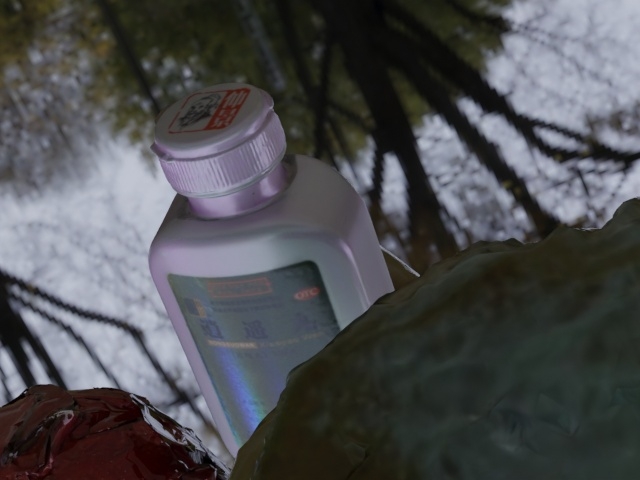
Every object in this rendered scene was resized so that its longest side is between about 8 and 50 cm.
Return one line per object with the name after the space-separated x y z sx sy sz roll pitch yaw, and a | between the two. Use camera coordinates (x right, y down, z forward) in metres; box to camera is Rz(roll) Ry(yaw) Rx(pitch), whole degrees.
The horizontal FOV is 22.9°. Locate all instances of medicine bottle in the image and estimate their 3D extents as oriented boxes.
-0.024 0.023 0.835 0.115 0.219 0.078 -5 -145 21 | medicine bottle

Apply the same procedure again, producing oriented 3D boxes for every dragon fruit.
-0.192 0.251 1.153 0.301 0.296 0.295 -49 -159 4 | dragon fruit

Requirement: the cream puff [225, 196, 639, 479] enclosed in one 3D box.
0.135 0.182 0.635 0.378 0.275 0.378 -10 -129 13 | cream puff

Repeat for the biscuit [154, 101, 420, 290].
0.000 0.000 1.249 0.062 0.237 0.291 -49 -144 -2 | biscuit
